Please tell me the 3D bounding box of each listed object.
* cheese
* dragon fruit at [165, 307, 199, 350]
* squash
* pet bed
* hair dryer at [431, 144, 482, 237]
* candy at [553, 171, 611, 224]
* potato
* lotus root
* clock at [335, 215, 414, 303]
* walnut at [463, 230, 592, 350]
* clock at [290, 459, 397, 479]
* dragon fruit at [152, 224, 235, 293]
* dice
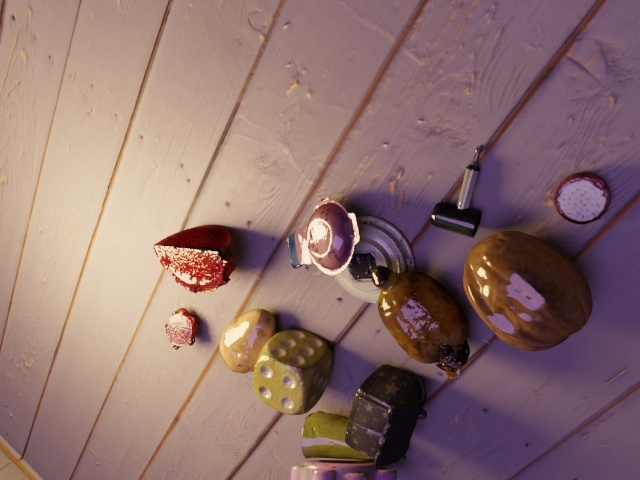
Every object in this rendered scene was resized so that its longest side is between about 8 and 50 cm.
[{"bbox_3d":[0.000,0.000,1.367,0.286,0.074,0.188,-24,73,51],"label":"cheese"},{"bbox_3d":[-0.431,0.277,1.762,0.112,0.068,0.126,-15,90,22],"label":"dragon fruit"},{"bbox_3d":[0.100,0.555,1.562,0.288,0.137,0.137,-1,110,15],"label":"squash"},{"bbox_3d":[0.180,0.451,1.416,0.159,0.183,0.210,23,118,27],"label":"pet bed"},{"bbox_3d":[0.310,-0.111,1.192,0.100,0.057,0.197,20,110,21],"label":"hair dryer"},{"bbox_3d":[0.512,-0.082,1.085,0.103,0.043,0.103,12,115,26],"label":"candy"},{"bbox_3d":[-0.208,0.300,1.604,0.235,0.128,0.161,-35,95,30],"label":"potato"},{"bbox_3d":[0.234,0.172,1.284,0.169,0.141,0.314,-38,95,20],"label":"lotus root"},{"bbox_3d":[0.114,0.056,1.365,0.237,0.053,0.236,11,116,24],"label":"clock"},{"bbox_3d":[0.408,0.097,1.121,0.261,0.225,0.225,38,124,17],"label":"walnut"},{"bbox_3d":[0.060,0.649,1.514,0.227,0.248,0.090,-31,52,58],"label":"clock"},{"bbox_3d":[-0.323,0.043,1.557,0.262,0.189,0.163,5,150,33],"label":"dragon fruit"},{"bbox_3d":[-0.073,0.359,1.525,0.166,0.169,0.169,19,119,21],"label":"dice"}]
